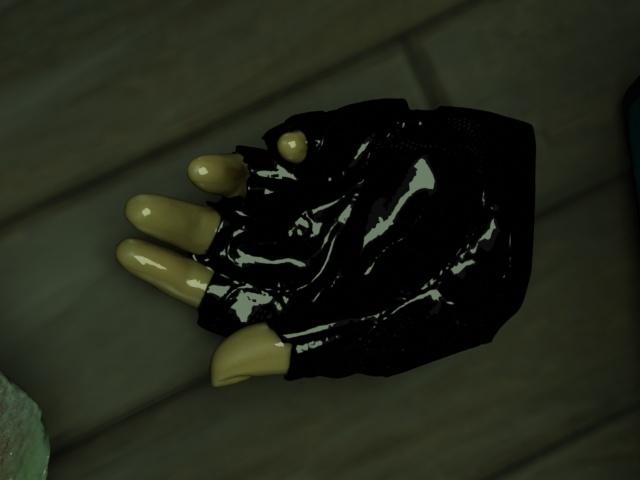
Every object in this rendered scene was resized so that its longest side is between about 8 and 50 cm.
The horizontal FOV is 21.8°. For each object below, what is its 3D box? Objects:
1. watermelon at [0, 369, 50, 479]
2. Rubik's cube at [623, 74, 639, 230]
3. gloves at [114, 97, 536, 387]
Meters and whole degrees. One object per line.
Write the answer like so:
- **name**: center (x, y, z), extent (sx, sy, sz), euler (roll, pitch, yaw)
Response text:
- **watermelon**: center (-0.272, 0.099, 0.751), extent (0.262, 0.201, 0.213), euler (31, 70, 15)
- **Rubik's cube**: center (0.343, 0.018, 0.760), extent (0.313, 0.316, 0.318), euler (-3, 76, -8)
- **gloves**: center (0.000, 0.000, 0.841), extent (0.203, 0.124, 0.164), euler (1, 64, 14)
